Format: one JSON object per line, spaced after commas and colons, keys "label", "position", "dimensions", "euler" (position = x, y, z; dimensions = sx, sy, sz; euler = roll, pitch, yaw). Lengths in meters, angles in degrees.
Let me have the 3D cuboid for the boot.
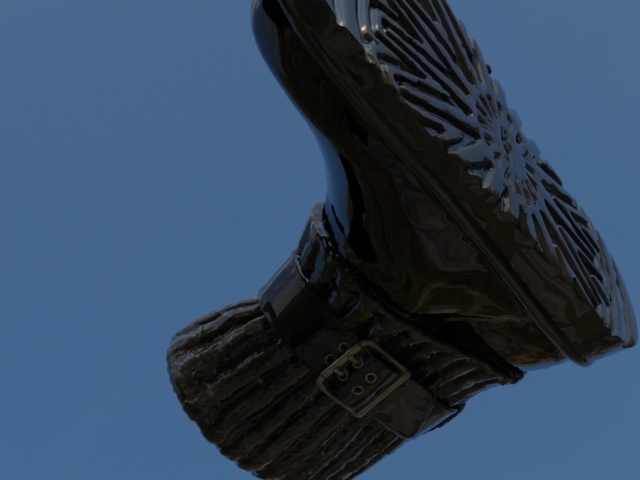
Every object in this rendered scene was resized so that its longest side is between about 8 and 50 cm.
{"label": "boot", "position": [0.000, 0.003, 0.847], "dimensions": [0.260, 0.131, 0.348], "euler": [-26, -60, 24]}
